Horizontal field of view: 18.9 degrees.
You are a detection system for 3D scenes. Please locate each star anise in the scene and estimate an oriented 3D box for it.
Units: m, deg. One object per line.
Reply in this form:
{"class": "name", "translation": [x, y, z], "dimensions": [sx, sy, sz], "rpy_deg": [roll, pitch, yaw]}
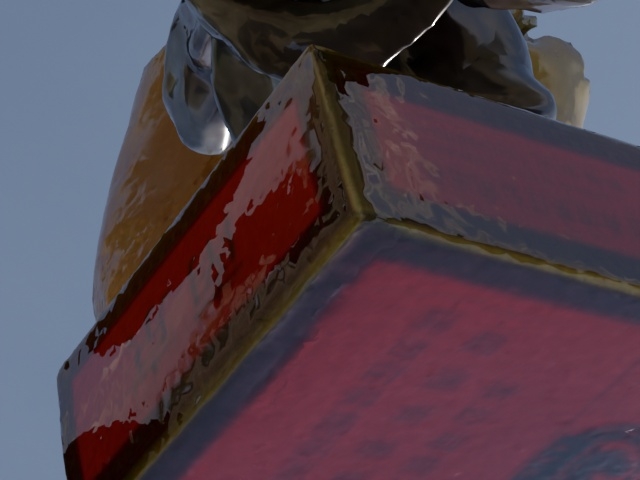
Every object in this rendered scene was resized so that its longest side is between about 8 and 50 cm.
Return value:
{"class": "star anise", "translation": [-0.005, -0.139, 0.648], "dimensions": [0.316, 0.139, 0.359], "rpy_deg": [4, -75, 45]}

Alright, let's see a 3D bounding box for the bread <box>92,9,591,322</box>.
{"class": "bread", "translation": [0.000, 0.000, 1.402], "dimensions": [0.361, 0.250, 0.394], "rpy_deg": [-9, -133, 23]}

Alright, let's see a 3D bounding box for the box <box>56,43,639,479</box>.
{"class": "box", "translation": [0.062, 0.042, 0.576], "dimensions": [0.153, 0.239, 0.074], "rpy_deg": [-52, -141, 33]}
